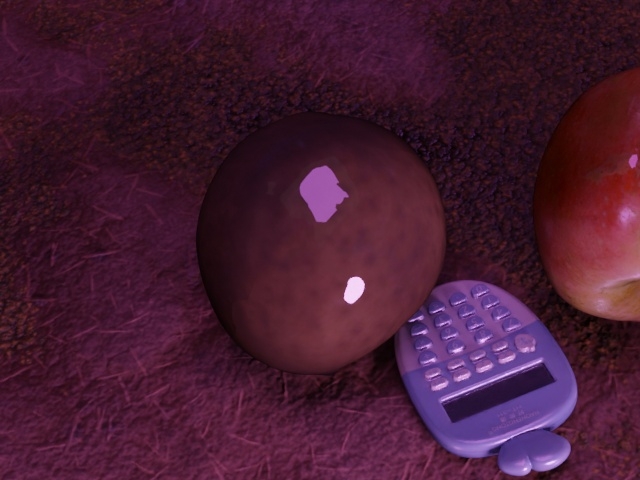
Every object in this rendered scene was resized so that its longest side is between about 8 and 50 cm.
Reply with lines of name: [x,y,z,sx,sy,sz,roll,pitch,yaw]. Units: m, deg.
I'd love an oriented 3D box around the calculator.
calculator: [0.196,0.161,1.881,0.188,0.042,0.303,-20,49,-8]

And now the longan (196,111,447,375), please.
longan: [0.000,0.000,1.903,0.319,0.319,0.319,-5,50,6]

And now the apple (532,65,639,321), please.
apple: [0.405,-0.062,1.843,0.319,0.319,0.277,-4,66,7]
